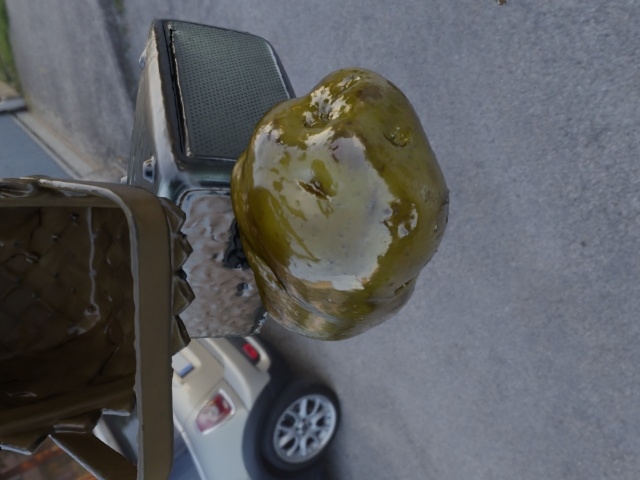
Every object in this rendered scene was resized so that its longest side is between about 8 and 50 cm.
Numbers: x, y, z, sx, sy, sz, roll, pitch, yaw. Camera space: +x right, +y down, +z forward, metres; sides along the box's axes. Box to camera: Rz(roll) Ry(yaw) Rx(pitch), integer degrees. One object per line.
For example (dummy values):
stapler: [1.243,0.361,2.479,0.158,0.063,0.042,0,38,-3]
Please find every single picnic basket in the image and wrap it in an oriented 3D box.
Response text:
picnic basket: [-0.248,0.066,0.509,0.321,0.291,0.254,11,102,38]

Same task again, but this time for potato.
potato: [0.000,0.000,0.553,0.369,0.196,0.176,108,173,-59]

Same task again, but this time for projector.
projector: [-0.197,-0.100,0.926,0.395,0.242,0.405,116,147,-43]

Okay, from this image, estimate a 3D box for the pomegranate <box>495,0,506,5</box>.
pomegranate: [0.294,-0.444,0.809,0.196,0.196,0.196,39,142,39]
